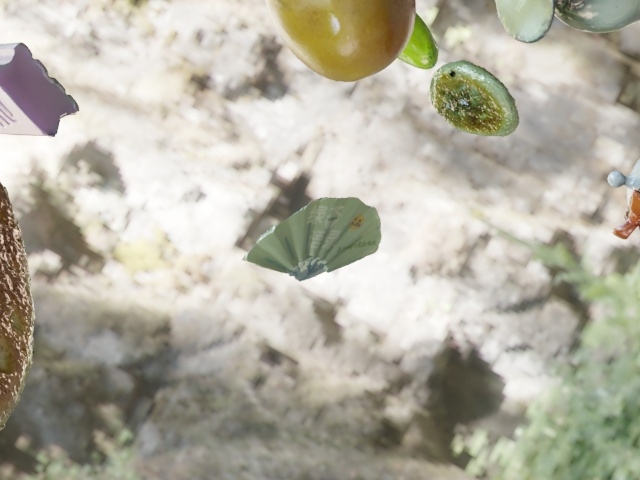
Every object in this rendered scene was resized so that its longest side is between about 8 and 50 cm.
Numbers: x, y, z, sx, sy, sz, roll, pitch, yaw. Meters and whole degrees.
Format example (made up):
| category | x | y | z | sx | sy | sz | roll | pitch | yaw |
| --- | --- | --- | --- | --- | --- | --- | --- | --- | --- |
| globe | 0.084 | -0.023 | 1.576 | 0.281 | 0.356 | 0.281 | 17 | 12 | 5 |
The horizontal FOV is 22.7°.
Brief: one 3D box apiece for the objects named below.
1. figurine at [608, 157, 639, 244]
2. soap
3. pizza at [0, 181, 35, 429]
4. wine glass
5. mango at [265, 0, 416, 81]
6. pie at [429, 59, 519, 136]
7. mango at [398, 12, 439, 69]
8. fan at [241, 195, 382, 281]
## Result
| category | x | y | z | sx | sy | sz | roll | pitch | yaw |
| --- | --- | --- | --- | --- | --- | --- | --- | --- | --- |
| figurine | 0.413 | -0.061 | 1.719 | 0.226 | 0.160 | 0.183 | -21 | -5 | -27 |
| soap | -0.409 | -0.195 | 2.073 | 0.065 | 0.122 | 0.203 | -50 | 27 | -20 |
| pizza | -0.346 | 0.045 | 1.447 | 0.226 | 0.086 | 0.335 | 47 | -152 | -42 |
| wine glass | 0.288 | -0.263 | 1.677 | 0.202 | 0.093 | 0.093 | -14 | -39 | -35 |
| mango | 0.004 | -0.238 | 1.296 | 0.120 | 0.221 | 0.151 | -19 | 14 | 1 |
| pie | 0.123 | -0.113 | 1.298 | 0.021 | 0.084 | 0.084 | -55 | -10 | -28 |
| mango | 0.092 | -0.235 | 1.806 | 0.056 | 0.108 | 0.073 | -43 | -15 | -3 |
| fan | 0.000 | 0.000 | 1.961 | 0.240 | 0.009 | 0.131 | -4 | -53 | -45 |
